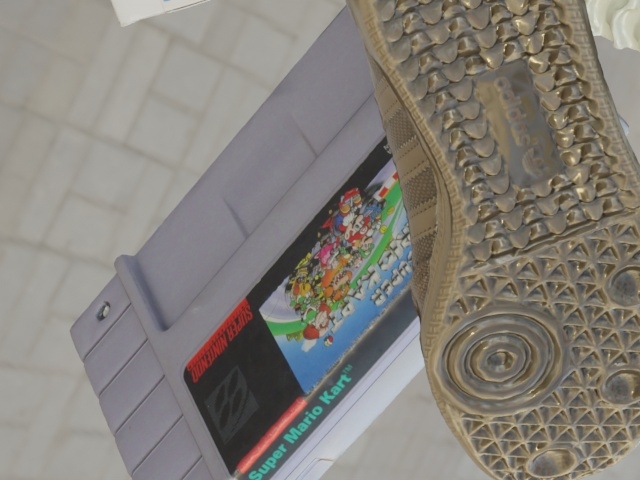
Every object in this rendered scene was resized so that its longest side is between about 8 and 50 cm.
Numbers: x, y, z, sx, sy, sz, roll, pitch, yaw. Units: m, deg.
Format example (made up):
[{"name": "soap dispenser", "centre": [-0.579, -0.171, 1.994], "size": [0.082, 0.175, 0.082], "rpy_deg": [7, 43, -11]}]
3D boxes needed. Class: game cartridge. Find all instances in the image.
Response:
[{"name": "game cartridge", "centre": [0.000, 0.000, 1.108], "size": [0.068, 0.230, 0.355], "rpy_deg": [31, 107, -34]}]

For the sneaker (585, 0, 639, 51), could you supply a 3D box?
[{"name": "sneaker", "centre": [0.119, -0.174, 0.773], "size": [0.146, 0.293, 0.102], "rpy_deg": [-10, 131, -35]}]

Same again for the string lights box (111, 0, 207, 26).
[{"name": "string lights box", "centre": [-0.110, -0.286, 1.256], "size": [0.077, 0.133, 0.260], "rpy_deg": [-41, 115, -56]}]

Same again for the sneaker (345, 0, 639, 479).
[{"name": "sneaker", "centre": [0.048, -0.024, 0.475], "size": [0.071, 0.066, 0.188], "rpy_deg": [-96, 174, -54]}]
